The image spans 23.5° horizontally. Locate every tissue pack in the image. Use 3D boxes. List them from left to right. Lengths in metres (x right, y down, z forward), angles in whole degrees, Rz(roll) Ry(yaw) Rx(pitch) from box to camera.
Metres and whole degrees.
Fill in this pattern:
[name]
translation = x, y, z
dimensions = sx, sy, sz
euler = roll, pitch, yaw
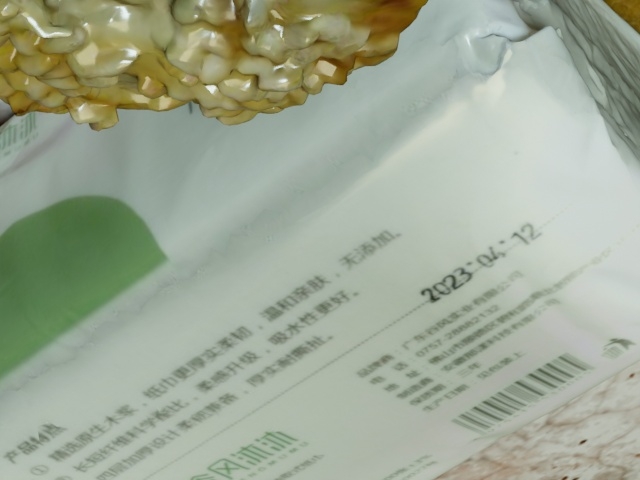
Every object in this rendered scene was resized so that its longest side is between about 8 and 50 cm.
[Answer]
[tissue pack]
translation = -0.001, -0.001, 0.765
dimensions = 0.356, 0.194, 0.266
euler = -33, 139, 23

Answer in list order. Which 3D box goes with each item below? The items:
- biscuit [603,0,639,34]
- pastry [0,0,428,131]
[biscuit]
translation = 0.207, -0.178, 0.787
dimensions = 0.225, 0.036, 0.166
euler = -35, 136, 24
[pastry]
translation = -0.063, -0.161, 0.507
dimensions = 0.255, 0.162, 0.311
euler = 13, 128, -3
